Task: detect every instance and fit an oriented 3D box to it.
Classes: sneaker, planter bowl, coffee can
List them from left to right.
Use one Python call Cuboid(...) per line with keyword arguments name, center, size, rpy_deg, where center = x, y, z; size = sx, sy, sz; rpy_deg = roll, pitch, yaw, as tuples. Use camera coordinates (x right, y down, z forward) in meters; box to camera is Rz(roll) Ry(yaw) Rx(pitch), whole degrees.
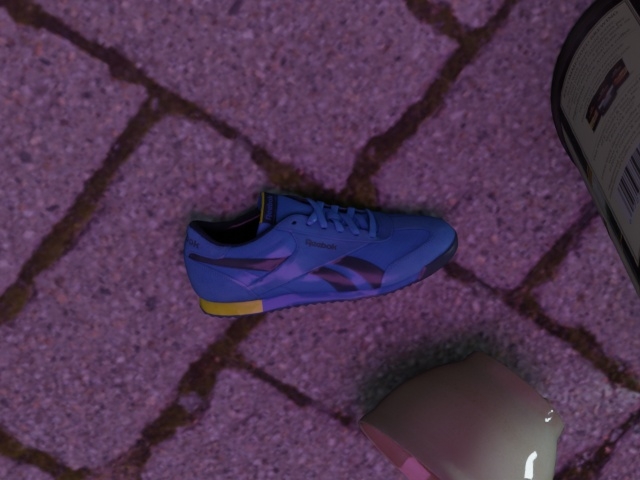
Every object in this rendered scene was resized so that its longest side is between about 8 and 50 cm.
Cuboid(name="sneaker", center=(0.000, 0.000, 1.402), size=(0.209, 0.069, 0.082), rpy_deg=(-10, 117, -1))
Cuboid(name="planter bowl", center=(0.125, 0.157, 1.472), size=(0.109, 0.162, 0.162), rpy_deg=(-49, 117, -9))
Cuboid(name="coffee can", center=(0.288, -0.050, 1.285), size=(0.201, 0.275, 0.201), rpy_deg=(-3, 121, -5))
